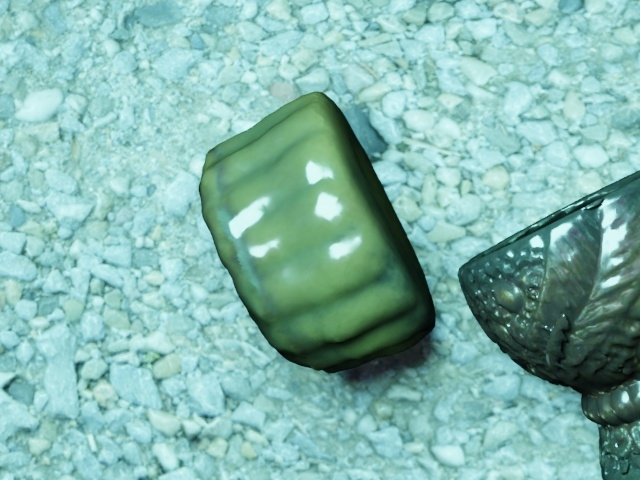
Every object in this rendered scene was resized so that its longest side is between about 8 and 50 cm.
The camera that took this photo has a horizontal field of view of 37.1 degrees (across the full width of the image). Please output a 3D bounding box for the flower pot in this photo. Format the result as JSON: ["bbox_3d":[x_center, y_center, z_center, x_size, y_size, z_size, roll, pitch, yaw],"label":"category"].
[{"bbox_3d":[0.307,0.086,0.949,0.266,0.266,0.267,-27,87,7],"label":"flower pot"}]

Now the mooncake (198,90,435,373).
[{"bbox_3d":[0.000,0.000,1.009,0.161,0.290,0.290,-27,76,11],"label":"mooncake"}]
